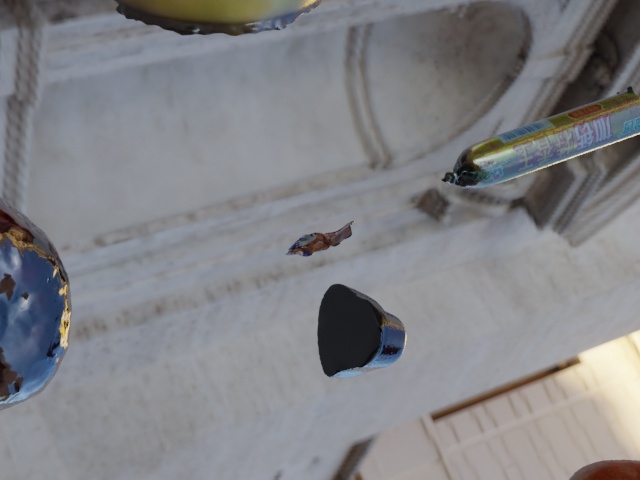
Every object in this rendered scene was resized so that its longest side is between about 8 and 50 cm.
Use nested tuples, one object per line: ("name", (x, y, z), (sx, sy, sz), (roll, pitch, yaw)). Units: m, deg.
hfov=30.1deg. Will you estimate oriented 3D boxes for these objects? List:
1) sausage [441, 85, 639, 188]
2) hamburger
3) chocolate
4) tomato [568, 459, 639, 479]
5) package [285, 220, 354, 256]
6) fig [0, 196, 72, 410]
("sausage", (0.335, -0.148, 1.787), (0.082, 0.371, 0.082), (44, -35, 43))
("hamburger", (-0.134, -0.362, 1.336), (0.261, 0.303, 0.186), (47, -36, 45))
("chocolate", (0.062, 0.136, 1.619), (0.149, 0.080, 0.125), (30, -74, 51))
("tomato", (0.442, 0.421, 1.667), (0.095, 0.237, 0.237), (121, -50, -81))
("package", (0.000, 0.001, 1.772), (0.077, 0.111, 0.033), (0, 73, -83))
("fig", (-0.331, 0.059, 1.025), (0.224, 0.224, 0.263), (66, -25, 15))
